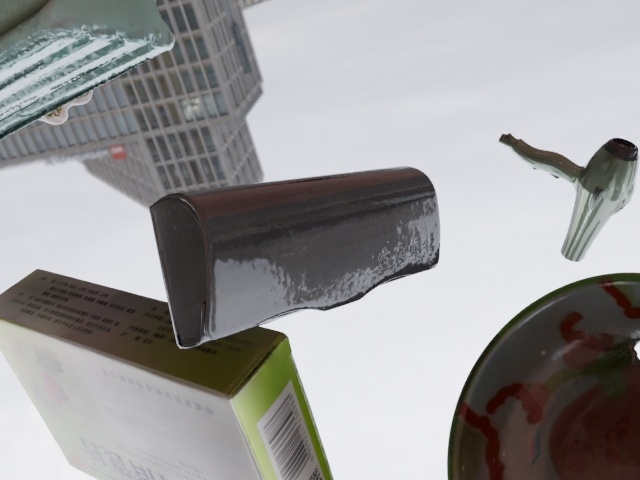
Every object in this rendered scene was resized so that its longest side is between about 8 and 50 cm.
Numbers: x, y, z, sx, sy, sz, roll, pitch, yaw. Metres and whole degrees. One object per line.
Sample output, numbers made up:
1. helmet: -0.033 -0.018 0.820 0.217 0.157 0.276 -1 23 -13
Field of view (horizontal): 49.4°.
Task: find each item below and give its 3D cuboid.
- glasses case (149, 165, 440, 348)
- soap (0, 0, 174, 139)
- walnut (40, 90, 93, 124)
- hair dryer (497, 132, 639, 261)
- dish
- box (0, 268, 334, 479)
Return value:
1. glasses case: -0.001 0.001 0.378 0.042 0.072 0.190 -7 -176 42
2. soap: -0.212 -0.127 0.478 0.198 0.063 0.114 -17 -179 27
3. walnut: -0.327 -0.245 0.736 0.221 0.269 0.244 -1 -111 66
4. hair dryer: 0.406 -0.069 1.160 0.224 0.219 0.088 10 -151 34
5. dish: 0.281 0.200 0.640 0.324 0.124 0.324 -33 -140 34
6. box: -0.119 0.124 0.508 0.260 0.175 0.062 9 -142 34
